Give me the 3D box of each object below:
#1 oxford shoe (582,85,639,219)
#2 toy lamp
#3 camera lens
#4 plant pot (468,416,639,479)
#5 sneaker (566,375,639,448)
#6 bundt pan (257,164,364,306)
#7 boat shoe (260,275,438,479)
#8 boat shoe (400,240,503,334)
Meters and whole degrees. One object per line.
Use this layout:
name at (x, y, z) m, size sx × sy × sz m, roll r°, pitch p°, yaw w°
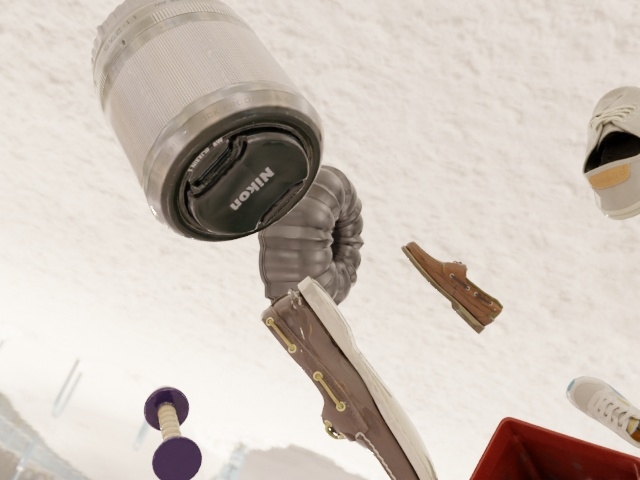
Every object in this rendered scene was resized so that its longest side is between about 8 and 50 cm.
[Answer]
oxford shoe at (0.631, -0.223, 1.529) m, size 0.169 × 0.449 × 0.130 m, roll -23°, pitch 117°, yaw 36°
toy lamp at (-0.235, 0.292, 1.142) m, size 0.080 × 0.080 × 0.274 m, roll 31°, pitch 178°, yaw -19°
camera lens at (-0.139, -0.151, 0.877) m, size 0.274 × 0.219 × 0.219 m, roll 56°, pitch 175°, yaw 33°
plant pot at (0.411, 0.513, 1.260) m, size 0.267 × 0.267 × 0.236 m, roll 9°, pitch 142°, yaw 44°
sneaker at (0.644, 0.374, 1.577) m, size 0.228 × 0.087 × 0.092 m, roll 31°, pitch -178°, yaw 1°
bundt pan at (0.000, 0.000, 1.472) m, size 0.124 × 0.331 × 0.331 m, roll 5°, pitch 151°, yaw 21°
boat shoe at (0.037, 0.204, 0.964) m, size 0.324 × 0.096 × 0.116 m, roll 56°, pitch -176°, yaw 14°
boat shoe at (0.346, 0.101, 1.910) m, size 0.307 × 0.104 × 0.110 m, roll 46°, pitch -173°, yaw 8°
